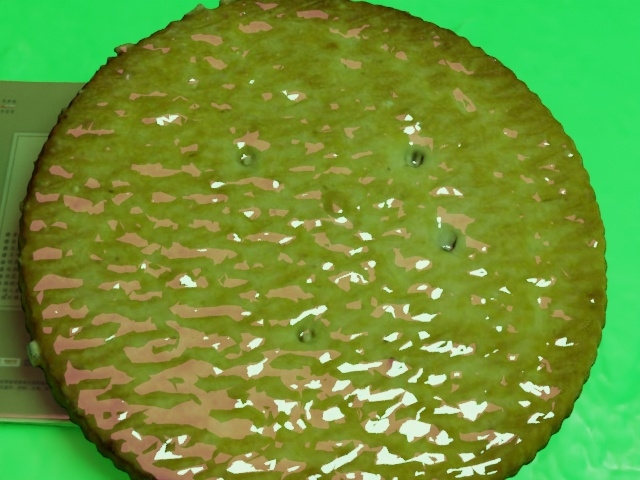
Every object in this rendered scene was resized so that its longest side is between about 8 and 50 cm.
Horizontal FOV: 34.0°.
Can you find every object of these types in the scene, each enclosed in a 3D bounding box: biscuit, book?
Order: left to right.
[{"bbox_3d":[-0.140,0.001,0.548,0.138,0.016,0.199,2,64,0],"label":"book"},{"bbox_3d":[0.000,0.000,0.530,0.305,0.038,0.305,3,64,-6],"label":"biscuit"}]
